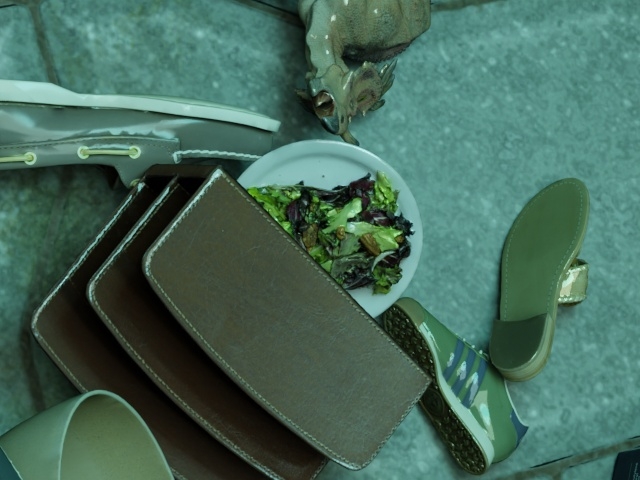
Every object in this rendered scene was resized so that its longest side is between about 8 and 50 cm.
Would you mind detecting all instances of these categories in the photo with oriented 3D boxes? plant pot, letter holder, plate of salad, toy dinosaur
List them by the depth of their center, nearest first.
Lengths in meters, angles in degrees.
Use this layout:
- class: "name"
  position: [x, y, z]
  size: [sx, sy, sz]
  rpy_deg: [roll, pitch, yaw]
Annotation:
- class: "plant pot"
  position: [-0.248, 0.292, 1.751]
  size: [0.191, 0.284, 0.284]
  rpy_deg: [-16, 83, 15]
- class: "letter holder"
  position: [-0.088, 0.107, 1.834]
  size: [0.302, 0.152, 0.214]
  rpy_deg: [45, 72, -23]
- class: "plate of salad"
  position: [0.000, 0.000, 1.935]
  size: [0.200, 0.048, 0.200]
  rpy_deg: [0, 109, 0]
- class: "toy dinosaur"
  position: [0.051, -0.220, 2.006]
  size: [0.295, 0.127, 0.200]
  rpy_deg: [-32, 97, -32]

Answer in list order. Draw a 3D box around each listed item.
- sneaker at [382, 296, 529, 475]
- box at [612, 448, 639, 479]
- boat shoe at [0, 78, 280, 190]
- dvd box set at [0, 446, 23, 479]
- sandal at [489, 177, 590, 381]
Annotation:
- class: "sneaker"
  position: [0.140, 0.134, 1.994]
  size: [0.086, 0.064, 0.192]
  rpy_deg: [-25, 82, -35]
- class: "box"
  position: [0.489, 0.311, 1.928]
  size: [0.343, 0.312, 0.179]
  rpy_deg: [15, 75, -14]
- class: "boat shoe"
  position: [-0.199, -0.096, 1.906]
  size: [0.324, 0.116, 0.097]
  rpy_deg: [5, 92, -19]
- class: "dvd box set"
  position: [-0.354, 0.382, 1.621]
  size: [0.420, 0.062, 0.307]
  rpy_deg: [-40, 76, 19]
- class: "sandal"
  position: [0.232, 0.054, 2.033]
  size: [0.079, 0.088, 0.240]
  rpy_deg: [52, 45, -40]
